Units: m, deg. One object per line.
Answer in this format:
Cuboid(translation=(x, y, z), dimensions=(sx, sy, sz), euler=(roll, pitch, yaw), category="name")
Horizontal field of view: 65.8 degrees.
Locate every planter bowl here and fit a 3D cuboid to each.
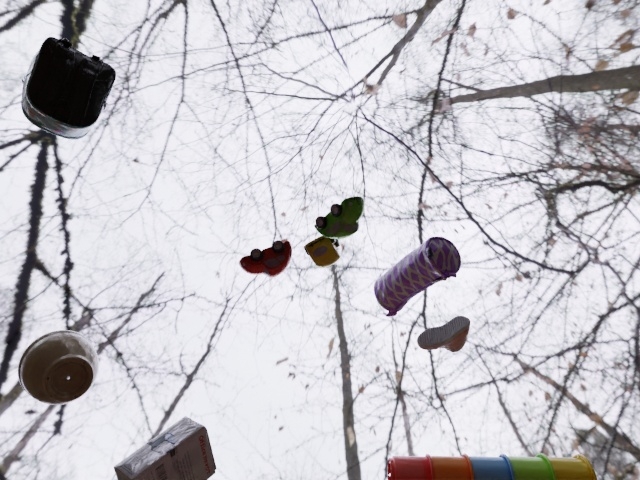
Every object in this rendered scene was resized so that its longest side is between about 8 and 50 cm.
Cuboid(translation=(-0.561, 0.289, 1.082), dimensions=(0.162, 0.109, 0.162), euler=(-6, -80, -38), category="planter bowl")

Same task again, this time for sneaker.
Cuboid(translation=(0.258, 0.212, 1.033), dimensions=(0.134, 0.051, 0.070), euler=(-19, -55, -26), category="sneaker")

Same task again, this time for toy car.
Cuboid(translation=(0.000, 0.000, 0.877), dimensions=(0.225, 0.239, 0.053), euler=(-39, -111, 40), category="toy car")

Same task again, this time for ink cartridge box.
Cuboid(translation=(-0.340, 0.512, 1.105), dimensions=(0.082, 0.190, 0.140), euler=(7, -67, 37), category="ink cartridge box")

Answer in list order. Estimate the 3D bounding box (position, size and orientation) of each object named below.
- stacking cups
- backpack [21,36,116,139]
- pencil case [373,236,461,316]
Cuboid(translation=(0.269, 0.383, 0.803), dimensions=(0.315, 0.096, 0.096), euler=(4, -75, 4), category="stacking cups")
Cuboid(translation=(-0.565, -0.321, 1.093), dimensions=(0.165, 0.189, 0.144), euler=(24, -34, -38), category="backpack")
Cuboid(translation=(0.186, 0.071, 0.964), dimensions=(0.086, 0.206, 0.088), euler=(-1, -117, -29), category="pencil case")
